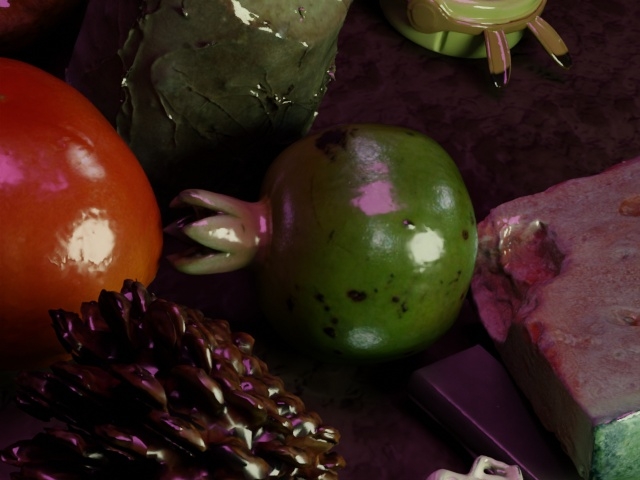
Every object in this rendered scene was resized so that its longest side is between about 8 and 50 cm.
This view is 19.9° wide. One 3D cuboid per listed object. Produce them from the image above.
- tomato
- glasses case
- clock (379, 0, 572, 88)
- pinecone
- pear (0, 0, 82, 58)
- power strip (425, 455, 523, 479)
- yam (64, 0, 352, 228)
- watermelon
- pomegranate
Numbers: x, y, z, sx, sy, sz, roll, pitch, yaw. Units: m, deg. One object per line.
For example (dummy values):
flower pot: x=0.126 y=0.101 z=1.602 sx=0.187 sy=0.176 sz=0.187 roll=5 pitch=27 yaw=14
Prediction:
tomato: x=-0.234 y=-0.027 z=1.281 sx=0.260 sy=0.180 sz=0.260 roll=10 pitch=38 yaw=-8
glasses case: x=0.148 y=0.150 z=1.291 sx=0.072 sy=0.042 sz=0.190 roll=-16 pitch=48 yaw=-44
clock: x=0.135 y=-0.232 z=1.719 sx=0.170 sy=0.069 sz=0.232 roll=-16 pitch=50 yaw=-33
pinecone: x=-0.103 y=0.139 z=1.113 sx=0.221 sy=0.221 sz=0.221 roll=9 pitch=40 yaw=-7
pear: x=-0.287 y=-0.246 z=1.510 sx=0.228 sy=0.188 sz=0.211 roll=-2 pitch=39 yaw=-23
power strip: x=0.095 y=0.272 z=1.125 sx=0.098 sy=0.058 sz=0.338 roll=14 pitch=39 yaw=-2
yam: x=-0.086 y=-0.147 z=1.400 sx=0.201 sy=0.271 sz=0.202 roll=22 pitch=46 yaw=7
watermelon: x=0.205 y=0.068 z=1.333 sx=0.226 sy=0.148 sz=0.318 roll=11 pitch=40 yaw=13
pomegranate: x=0.001 y=0.000 z=1.319 sx=0.225 sy=0.187 sz=0.187 roll=4 pitch=41 yaw=-15
